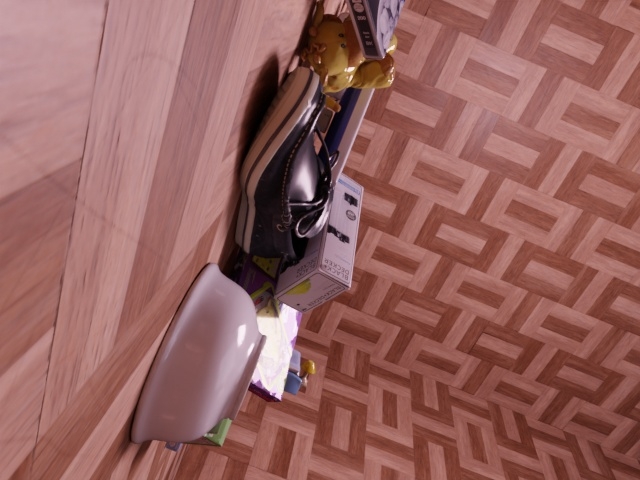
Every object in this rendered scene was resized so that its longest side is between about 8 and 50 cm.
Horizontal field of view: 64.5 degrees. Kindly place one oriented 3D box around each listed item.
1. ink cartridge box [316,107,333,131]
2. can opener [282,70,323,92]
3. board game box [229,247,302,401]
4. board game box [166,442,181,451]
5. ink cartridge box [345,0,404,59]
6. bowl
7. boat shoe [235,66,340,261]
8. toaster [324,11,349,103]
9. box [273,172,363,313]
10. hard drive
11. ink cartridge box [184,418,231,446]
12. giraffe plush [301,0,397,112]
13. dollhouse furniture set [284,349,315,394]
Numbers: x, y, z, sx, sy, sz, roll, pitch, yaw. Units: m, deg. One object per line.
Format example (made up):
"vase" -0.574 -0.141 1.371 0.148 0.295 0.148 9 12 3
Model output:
"ink cartridge box" -0.020 -0.287 1.165 0.122 0.088 0.052 -87 -160 -81
"can opener" -0.045 -0.219 0.962 0.280 0.074 0.093 122 -9 -75
"board game box" -0.123 0.147 1.112 0.056 0.208 0.347 -20 -137 37
"board game box" -0.355 0.451 1.407 0.211 0.039 0.160 -81 -167 -75
"ink cartridge box" 0.085 -0.433 0.784 0.208 0.045 0.207 55 49 -54
"bowl" -0.173 0.197 0.817 0.298 0.134 0.298 -158 -90 -87
"boat shoe" -0.048 -0.098 0.876 0.500 0.155 0.187 114 -2 -62
"toaster" 0.064 -0.471 1.307 0.146 0.129 0.227 108 4 -67
"box" 0.000 0.000 1.142 0.169 0.087 0.290 -34 -145 43
"hard drive" 0.042 -0.231 1.109 0.319 0.040 0.210 -69 -170 -20
"ink cartridge box" -0.214 0.323 0.959 0.209 0.062 0.109 -18 -140 41
"giraffe plush" 0.034 -0.345 0.913 0.210 0.182 0.170 -33 178 10
"dollhouse furniture set" -0.142 0.262 1.487 0.286 0.303 0.198 -85 -162 -80
